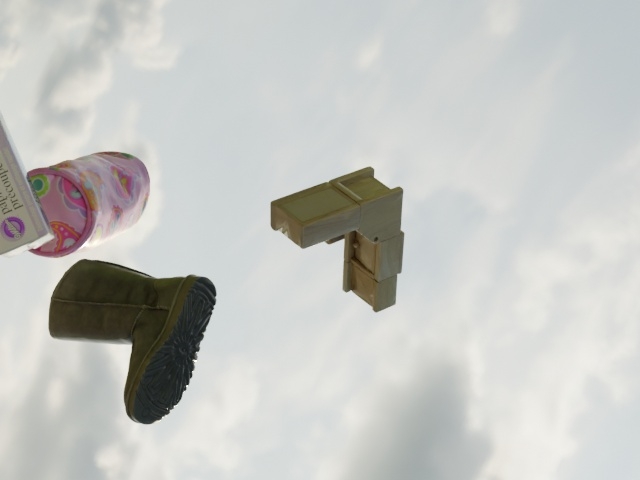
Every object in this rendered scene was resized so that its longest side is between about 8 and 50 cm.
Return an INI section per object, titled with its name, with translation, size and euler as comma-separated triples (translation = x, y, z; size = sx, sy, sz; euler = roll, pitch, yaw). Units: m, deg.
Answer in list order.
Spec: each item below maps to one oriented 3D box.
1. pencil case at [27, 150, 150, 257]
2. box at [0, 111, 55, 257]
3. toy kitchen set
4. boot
[pencil case]
translation = -0.315, -0.052, 1.861
size = 0.124, 0.124, 0.284
euler = -59, 178, 12
[box]
translation = -0.401, -0.139, 1.619
size = 0.063, 0.324, 0.067
euler = -24, 177, -3
[toy kitchen set]
translation = 0.000, 0.000, 0.845
size = 0.068, 0.075, 0.083
euler = 37, -43, 42
[boot]
translation = -0.227, 0.105, 1.539
size = 0.208, 0.076, 0.190
euler = 5, -124, 33
